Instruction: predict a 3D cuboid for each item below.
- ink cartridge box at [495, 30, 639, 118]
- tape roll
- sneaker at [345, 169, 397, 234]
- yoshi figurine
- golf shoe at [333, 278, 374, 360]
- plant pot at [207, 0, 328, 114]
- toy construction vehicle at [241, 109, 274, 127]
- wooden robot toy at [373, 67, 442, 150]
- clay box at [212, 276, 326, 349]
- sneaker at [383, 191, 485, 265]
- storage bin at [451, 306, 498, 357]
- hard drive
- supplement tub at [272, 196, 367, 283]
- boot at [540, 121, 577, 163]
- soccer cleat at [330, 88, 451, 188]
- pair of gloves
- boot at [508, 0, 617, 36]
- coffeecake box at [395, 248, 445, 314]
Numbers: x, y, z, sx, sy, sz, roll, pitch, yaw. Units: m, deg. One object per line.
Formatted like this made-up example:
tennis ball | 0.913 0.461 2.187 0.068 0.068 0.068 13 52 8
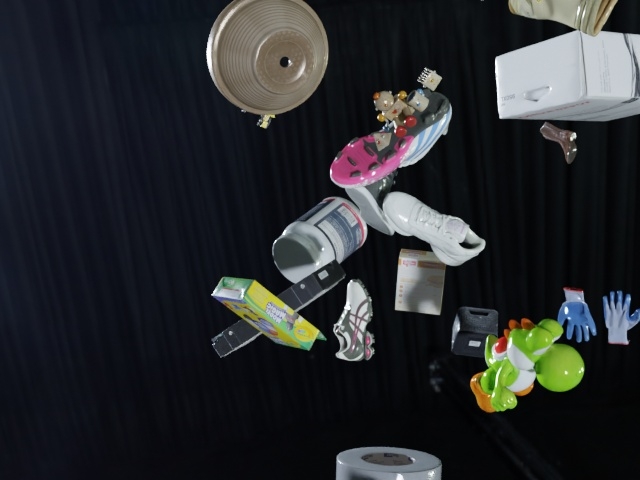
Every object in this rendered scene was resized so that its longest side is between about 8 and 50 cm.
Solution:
ink cartridge box | 0.676 -0.399 2.011 0.395 0.166 0.285 -5 180 -31
tape roll | 0.142 0.491 1.693 0.219 0.072 0.219 1 179 0
sneaker | 0.173 -0.129 2.265 0.105 0.295 0.146 22 -107 31
yoshi figurine | 0.505 0.319 1.935 0.203 0.362 0.203 15 -120 -2
golf shoe | 0.106 0.261 2.671 0.120 0.272 0.105 -2 172 -21
plant pot | -0.085 -0.344 1.524 0.238 0.237 0.110 -11 -154 -18
toy construction vehicle | -0.138 -0.314 1.868 0.086 0.098 0.035 24 -166 -20
wooden robot toy | 0.132 -0.239 1.433 0.079 0.173 0.076 30 -151 -24
clay box | -0.101 0.157 1.652 0.127 0.222 0.053 2 -125 55
sneaker | 0.307 -0.048 2.159 0.152 0.305 0.114 -26 -143 57
storage bin | 0.477 0.286 2.511 0.122 0.180 0.084 6 -120 4
hard drive | -0.106 0.177 2.132 0.339 0.064 0.237 -33 178 17
supplement tub | 0.000 0.000 2.506 0.191 0.191 0.272 10 -146 38
boot | 0.696 -0.288 2.382 0.037 0.106 0.114 -24 -145 -29
soccer cleat | 0.167 -0.197 1.802 0.331 0.143 0.116 -37 -120 -14
pair of gloves | 0.676 0.186 1.973 0.198 0.159 0.023 5 -148 30
boot | 0.491 -0.541 1.556 0.203 0.261 0.095 32 -152 35
coffeecake box | 0.311 0.128 2.519 0.143 0.185 0.068 6 -155 9
